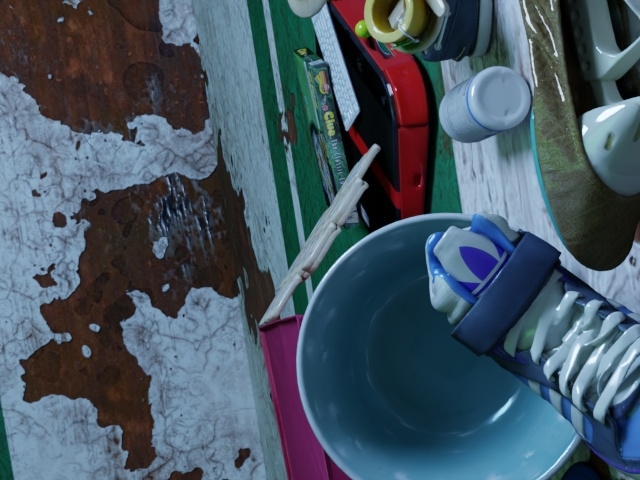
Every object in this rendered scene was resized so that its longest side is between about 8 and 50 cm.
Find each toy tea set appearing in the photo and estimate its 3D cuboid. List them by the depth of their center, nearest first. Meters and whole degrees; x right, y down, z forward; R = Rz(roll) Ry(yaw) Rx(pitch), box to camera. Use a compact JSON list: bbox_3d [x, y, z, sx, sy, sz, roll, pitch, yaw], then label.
[{"bbox_3d":[0.082,-0.308,1.253,0.336,0.124,0.200,-32,70,40],"label":"toy tea set"}]

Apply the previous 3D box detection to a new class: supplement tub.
[{"bbox_3d":[0.179,-0.148,1.337,0.107,0.071,0.071,162,98,-76],"label":"supplement tub"}]

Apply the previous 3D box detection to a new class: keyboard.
[{"bbox_3d":[0.012,-0.287,1.760,0.072,0.014,0.256,114,141,-72],"label":"keyboard"}]

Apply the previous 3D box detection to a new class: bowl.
[{"bbox_3d":[0.136,0.127,1.322,0.163,0.311,0.312,8,-108,-86],"label":"bowl"}]

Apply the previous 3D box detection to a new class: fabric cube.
[{"bbox_3d":[0.089,0.202,1.538,0.254,0.258,0.259,155,104,-74],"label":"fabric cube"}]

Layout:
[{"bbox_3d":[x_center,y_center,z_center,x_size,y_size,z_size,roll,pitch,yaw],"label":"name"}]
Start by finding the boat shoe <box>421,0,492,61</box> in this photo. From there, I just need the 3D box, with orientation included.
[{"bbox_3d":[0.140,-0.324,1.352,0.095,0.079,0.254,-126,30,-59],"label":"boat shoe"}]

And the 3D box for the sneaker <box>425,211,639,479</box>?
[{"bbox_3d":[0.199,0.080,1.055,0.130,0.236,0.323,-55,21,4],"label":"sneaker"}]

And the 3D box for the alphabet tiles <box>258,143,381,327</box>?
[{"bbox_3d":[0.000,0.000,1.688,0.278,0.021,0.284,-59,3,-13],"label":"alphabet tiles"}]

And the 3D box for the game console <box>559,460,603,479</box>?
[{"bbox_3d":[0.317,0.429,1.278,0.250,0.173,0.293,52,-174,-37],"label":"game console"}]

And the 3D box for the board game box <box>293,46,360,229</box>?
[{"bbox_3d":[0.009,-0.158,1.863,0.136,0.030,0.260,-118,15,-68],"label":"board game box"}]

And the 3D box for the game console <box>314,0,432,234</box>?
[{"bbox_3d":[0.074,-0.171,1.782,0.386,0.060,0.342,-117,17,-50],"label":"game console"}]

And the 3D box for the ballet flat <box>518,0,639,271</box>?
[{"bbox_3d":[0.246,-0.147,1.059,0.124,0.116,0.342,-14,82,56],"label":"ballet flat"}]
